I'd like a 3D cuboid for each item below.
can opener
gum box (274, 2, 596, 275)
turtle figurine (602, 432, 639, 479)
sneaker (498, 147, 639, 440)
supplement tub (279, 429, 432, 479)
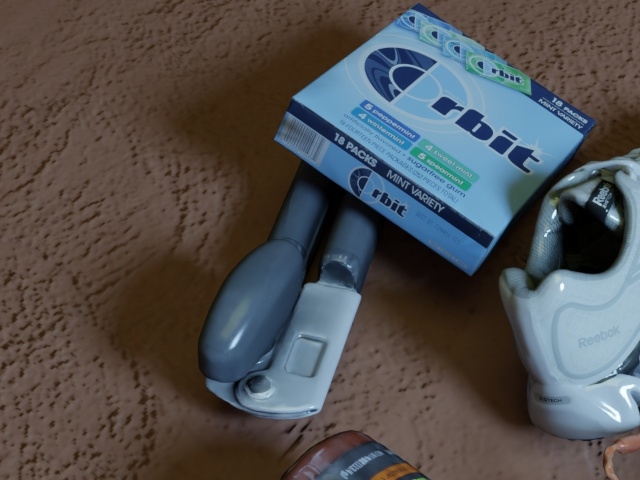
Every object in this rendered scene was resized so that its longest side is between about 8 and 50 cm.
[{"bbox_3d":[0.000,0.000,0.914,0.074,0.093,0.280,13,44,10],"label":"can opener"},{"bbox_3d":[0.082,-0.074,0.954,0.157,0.041,0.184,35,41,10],"label":"gum box"},{"bbox_3d":[0.286,0.184,0.727,0.270,0.087,0.217,8,56,-15],"label":"turtle figurine"},{"bbox_3d":[0.204,-0.012,0.881,0.110,0.118,0.292,-7,33,44],"label":"sneaker"},{"bbox_3d":[0.062,0.190,0.724,0.198,0.106,0.106,34,56,26],"label":"supplement tub"}]
